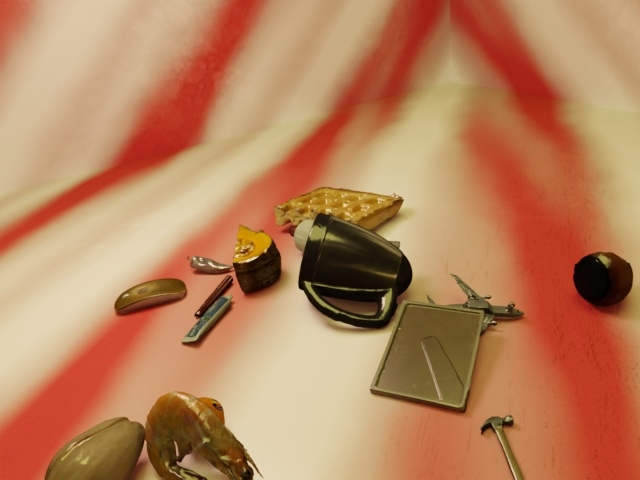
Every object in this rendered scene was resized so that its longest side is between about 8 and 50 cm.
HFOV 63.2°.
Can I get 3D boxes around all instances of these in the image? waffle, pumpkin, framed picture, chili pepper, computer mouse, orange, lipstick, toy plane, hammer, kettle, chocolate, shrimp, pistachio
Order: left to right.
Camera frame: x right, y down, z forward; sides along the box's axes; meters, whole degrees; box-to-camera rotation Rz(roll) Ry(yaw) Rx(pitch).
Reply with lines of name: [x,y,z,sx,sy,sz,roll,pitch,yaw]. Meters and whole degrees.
pistachio: [-0.385,0.378,0.899,0.124,0.125,0.185,4,27,23]
computer mouse: [-0.478,0.149,1.457,0.198,0.045,0.102,-13,25,-11]
shrimp: [-0.209,0.364,0.898,0.248,0.150,0.068,24,2,24]
orange: [-0.221,0.337,0.980,0.083,0.084,0.084,-6,27,3]
chili pepper: [-0.336,0.075,1.566,0.153,0.041,0.050,14,51,8]
lipstick: [-0.289,0.152,1.419,0.027,0.027,0.176,3,30,21]
pumpkin: [-0.176,0.042,1.496,0.125,0.131,0.248,-16,32,2]
waffle: [0.064,-0.104,1.738,0.348,0.078,0.304,13,26,36]
kettle: [0.095,0.067,1.294,0.270,0.208,0.251,15,19,6]
framed picture: [0.228,0.225,1.082,0.188,0.023,0.260,5,41,24]
toy plane: [0.350,0.161,1.189,0.225,0.058,0.226,-4,43,8]
hammer: [0.311,0.361,0.855,0.062,0.017,0.182,-7,28,3]
chocolate: [0.650,0.083,1.186,0.133,0.128,0.124,-5,10,-24]

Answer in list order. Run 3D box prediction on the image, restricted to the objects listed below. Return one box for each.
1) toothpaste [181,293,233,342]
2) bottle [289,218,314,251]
toothpaste: [-0.279,0.195,1.324,0.057,0.035,0.197,-11,24,32]
bottle: [0.000,0.000,1.550,0.104,0.104,0.245,-30,35,-36]
